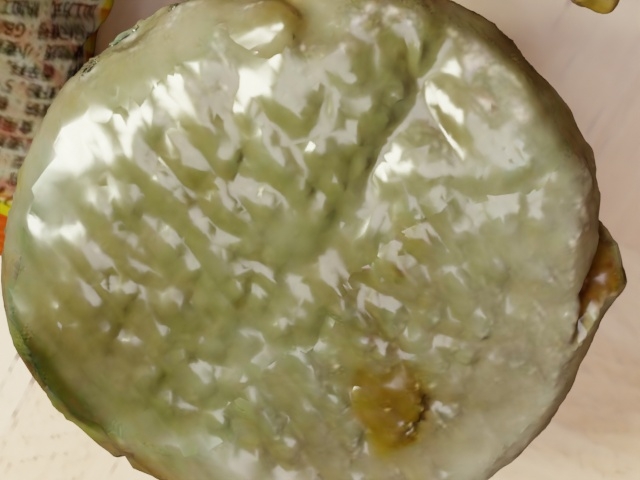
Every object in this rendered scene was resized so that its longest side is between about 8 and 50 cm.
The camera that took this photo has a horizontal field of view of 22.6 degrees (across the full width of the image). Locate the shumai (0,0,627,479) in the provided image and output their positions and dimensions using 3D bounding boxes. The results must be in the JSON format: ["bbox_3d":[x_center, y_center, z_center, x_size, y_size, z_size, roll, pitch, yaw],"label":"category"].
[{"bbox_3d":[0.000,0.000,0.549,0.201,0.120,0.201,2,110,4],"label":"shumai"}]

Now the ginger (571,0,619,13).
[{"bbox_3d":[0.111,-0.127,0.520,0.290,0.122,0.084,3,138,-1],"label":"ginger"}]

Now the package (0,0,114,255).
[{"bbox_3d":[-0.154,-0.135,0.526,0.223,0.108,0.288,20,109,-1],"label":"package"}]
